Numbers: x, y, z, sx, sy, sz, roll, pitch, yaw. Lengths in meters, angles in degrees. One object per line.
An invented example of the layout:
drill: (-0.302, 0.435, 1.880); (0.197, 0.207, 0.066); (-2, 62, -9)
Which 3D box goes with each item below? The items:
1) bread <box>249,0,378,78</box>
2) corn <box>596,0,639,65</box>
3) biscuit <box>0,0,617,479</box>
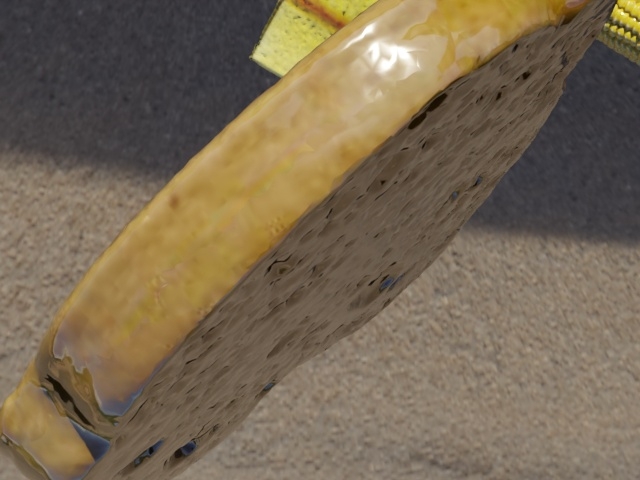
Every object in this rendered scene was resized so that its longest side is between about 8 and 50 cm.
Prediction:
bread: (0.085, -0.193, 1.124); (0.264, 0.163, 0.168); (34, 118, 0)
corn: (0.377, -0.273, 1.392); (0.305, 0.106, 0.106); (32, 117, 19)
biscuit: (0.000, 0.000, 0.580); (0.359, 0.381, 0.074); (-42, 82, 3)
